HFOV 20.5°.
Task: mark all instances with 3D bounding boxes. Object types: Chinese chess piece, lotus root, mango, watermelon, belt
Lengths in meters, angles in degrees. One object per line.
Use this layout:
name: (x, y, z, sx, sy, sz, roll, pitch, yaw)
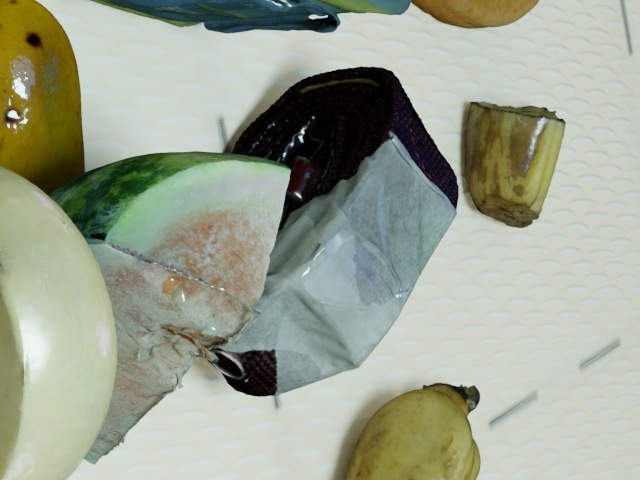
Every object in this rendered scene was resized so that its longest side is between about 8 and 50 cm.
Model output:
Chinese chess piece: (-0.247, 0.066, 1.151, 0.097, 0.251, 0.251, -16, 102, -56)
lotus root: (0.193, -0.086, 1.808, 0.159, 0.095, 0.135, 88, 11, -86)
mango: (-0.226, -0.095, 1.307, 0.115, 0.090, 0.178, -31, 121, -57)
watermelon: (-0.145, 0.046, 1.294, 0.224, 0.305, 0.180, -15, 71, -34)
lotus root: (0.089, 0.211, 1.653, 0.125, 0.118, 0.221, 90, 22, -55)
belt: (0.000, 0.000, 1.502, 0.289, 0.184, 0.164, -57, 135, -26)

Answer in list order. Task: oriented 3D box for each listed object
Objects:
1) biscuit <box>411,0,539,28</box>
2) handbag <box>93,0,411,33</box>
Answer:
biscuit: (0.157, -0.443, 1.786, 0.350, 0.078, 0.455, -6, 94, -54)
handbag: (-0.073, -0.275, 1.372, 0.263, 0.241, 0.222, 9, 83, -48)
